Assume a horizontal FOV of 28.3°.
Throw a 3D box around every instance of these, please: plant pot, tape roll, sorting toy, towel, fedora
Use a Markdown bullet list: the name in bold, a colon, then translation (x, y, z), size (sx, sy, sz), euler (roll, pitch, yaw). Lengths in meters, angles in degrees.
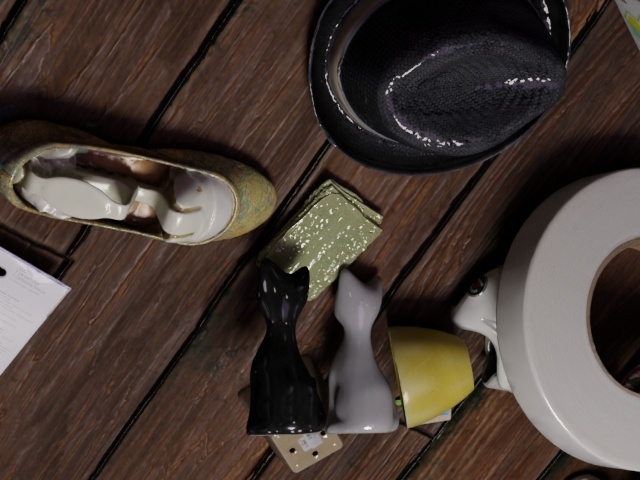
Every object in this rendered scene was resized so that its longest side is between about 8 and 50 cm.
- **plant pot**: translation (-0.029, 0.237, 1.662), size (0.109, 0.096, 0.109), euler (-29, 121, 0)
- **tape roll**: translation (0.407, 0.100, 1.634), size (0.392, 0.072, 0.392), euler (2, 85, -23)
- **sorting toy**: translation (0.143, 0.231, 1.760), size (0.083, 0.012, 0.062), euler (-7, 118, -14)
- **towel**: translation (0.000, 0.000, 1.591), size (0.110, 0.027, 0.148), euler (37, 100, -30)
- **fedora**: translation (0.159, -0.191, 1.471), size (0.334, 0.152, 0.334), euler (-7, 118, -13)
- **plant pot**: translation (0.146, 0.170, 1.650), size (0.095, 0.134, 0.134), euler (-10, 119, 1)

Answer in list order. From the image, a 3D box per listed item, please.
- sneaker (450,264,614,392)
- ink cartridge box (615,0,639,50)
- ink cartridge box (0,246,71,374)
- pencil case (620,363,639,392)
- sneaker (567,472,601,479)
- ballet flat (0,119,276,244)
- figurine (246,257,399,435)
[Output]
- **sneaker**: translation (0.299, 0.171, 1.722), size (0.146, 0.122, 0.330), euler (-38, 108, 11)
- **ink cartridge box**: translation (0.413, -0.273, 1.532), size (0.062, 0.109, 0.209), euler (-34, 121, 1)
- **ink cartridge box**: translation (-0.436, 0.076, 1.486), size (0.206, 0.045, 0.208), euler (35, 103, -28)
- **pencil case**: translation (0.613, 0.284, 1.846), size (0.386, 0.167, 0.160), euler (16, 94, -25)
- **sneaker**: translation (0.414, 0.488, 1.897), size (0.100, 0.108, 0.271), euler (-17, 111, -13)
- **ballet flat**: translation (-0.206, -0.051, 1.452), size (0.349, 0.123, 0.123), euler (13, 111, -23)
- **figurine**: translation (0.005, 0.133, 1.560), size (0.215, 0.092, 0.209), euler (7, 78, -43)
